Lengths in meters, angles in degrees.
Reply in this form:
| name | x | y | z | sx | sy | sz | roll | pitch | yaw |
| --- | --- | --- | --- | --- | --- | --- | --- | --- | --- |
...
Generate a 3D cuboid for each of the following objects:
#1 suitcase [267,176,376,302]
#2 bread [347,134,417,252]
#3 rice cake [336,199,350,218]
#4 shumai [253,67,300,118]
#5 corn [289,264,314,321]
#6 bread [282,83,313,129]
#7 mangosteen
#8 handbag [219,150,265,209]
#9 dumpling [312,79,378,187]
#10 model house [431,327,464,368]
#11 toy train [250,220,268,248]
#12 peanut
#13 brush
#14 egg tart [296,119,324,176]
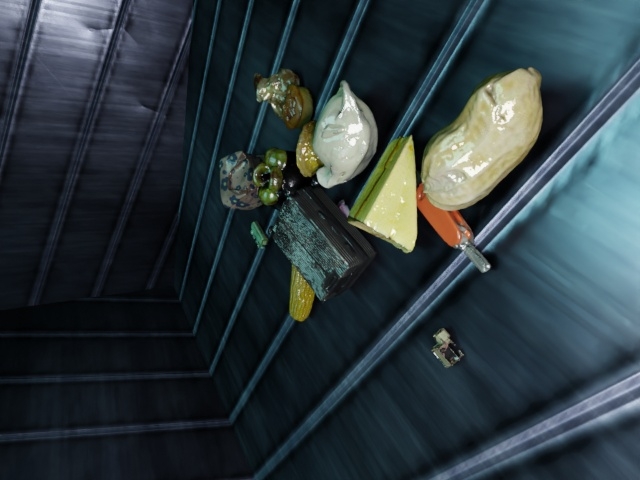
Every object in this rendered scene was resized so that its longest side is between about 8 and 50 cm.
| name | x | y | z | sx | sy | sz | roll | pitch | yaw |
| --- | --- | --- | --- | --- | --- | --- | --- | --- | --- |
| suitcase | 0.000 | 0.000 | 1.335 | 0.335 | 0.152 | 0.230 | 50 | 139 | 18 |
| bread | 0.212 | -0.120 | 1.093 | 0.264 | 0.163 | 0.167 | -60 | 13 | 4 |
| rice cake | 0.011 | -0.062 | 1.454 | 0.290 | 0.051 | 0.081 | -29 | 71 | 55 |
| shumai | -0.175 | -0.564 | 1.581 | 0.209 | 0.152 | 0.162 | -30 | 63 | 58 |
| corn | -0.063 | 0.171 | 1.560 | 0.106 | 0.106 | 0.306 | 40 | 131 | 48 |
| bread | -0.082 | -0.475 | 1.499 | 0.125 | 0.086 | 0.156 | 51 | 136 | 38 |
| mangosteen | -0.130 | -0.216 | 1.481 | 0.242 | 0.242 | 0.243 | 14 | 106 | 56 |
| handbag | -0.332 | -0.273 | 1.845 | 0.193 | 0.190 | 0.252 | -11 | 82 | 47 |
| dumpling | 0.076 | -0.322 | 1.243 | 0.243 | 0.186 | 0.318 | -84 | 6 | -55 |
| model house | 0.312 | 0.272 | 1.045 | 0.083 | 0.057 | 0.058 | 49 | 164 | 16 |
| toy train | -0.290 | -0.025 | 1.941 | 0.148 | 0.038 | 0.071 | 54 | 134 | 39 |
| peanut | 0.323 | -0.196 | 0.847 | 0.340 | 0.174 | 0.158 | -51 | 9 | 43 |
| brush | 0.301 | -0.053 | 1.001 | 0.323 | 0.051 | 0.070 | 60 | 138 | 33 |
| egg tart | -0.015 | -0.303 | 1.373 | 0.074 | 0.191 | 0.192 | 9 | 104 | 24 |
